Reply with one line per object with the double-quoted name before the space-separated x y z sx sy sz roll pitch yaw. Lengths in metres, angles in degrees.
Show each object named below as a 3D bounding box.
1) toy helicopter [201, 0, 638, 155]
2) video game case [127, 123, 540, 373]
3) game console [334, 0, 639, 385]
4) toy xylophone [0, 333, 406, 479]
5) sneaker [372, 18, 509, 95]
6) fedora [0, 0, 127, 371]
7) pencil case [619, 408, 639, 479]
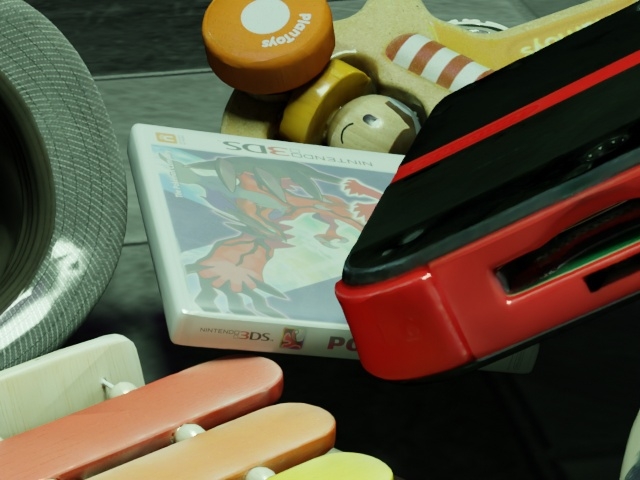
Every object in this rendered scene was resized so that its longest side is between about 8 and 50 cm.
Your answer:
"toy helicopter" 0.111 -0.089 1.155 0.355 0.140 0.235 -22 51 -10
"video game case" 0.000 0.000 0.938 0.183 0.023 0.201 6 29 -16
"game console" 0.199 -0.078 0.844 0.386 0.060 0.342 -25 12 21
"toy xylophone" -0.019 0.126 0.744 0.323 0.081 0.236 18 29 39
"sneaker" 0.071 -0.125 1.366 0.170 0.063 0.075 -5 22 5
"fedora" -0.257 -0.015 0.988 0.275 0.243 0.124 -26 2 -27
"pencil case" 0.189 0.125 0.622 0.183 0.160 0.410 31 28 2
